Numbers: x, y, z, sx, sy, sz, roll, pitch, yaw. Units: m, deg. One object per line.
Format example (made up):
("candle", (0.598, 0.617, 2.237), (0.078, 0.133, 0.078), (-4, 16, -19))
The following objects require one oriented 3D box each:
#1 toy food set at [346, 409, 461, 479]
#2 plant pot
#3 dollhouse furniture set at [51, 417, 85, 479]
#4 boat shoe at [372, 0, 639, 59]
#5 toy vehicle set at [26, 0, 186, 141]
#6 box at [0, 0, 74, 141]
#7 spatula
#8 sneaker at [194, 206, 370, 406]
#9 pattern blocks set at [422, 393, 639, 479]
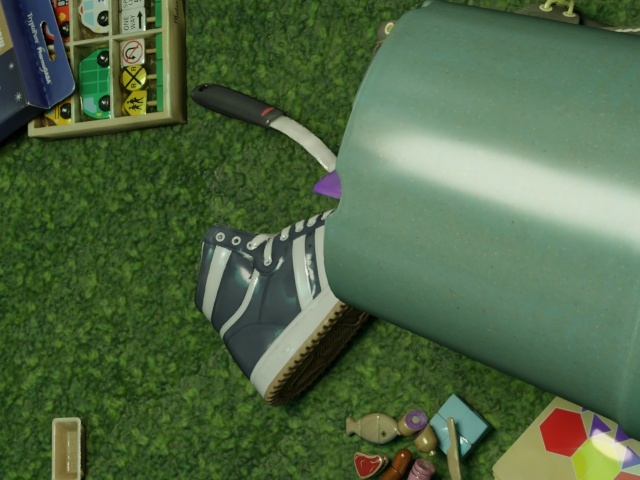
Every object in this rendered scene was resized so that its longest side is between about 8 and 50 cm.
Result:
("toy food set", (0.069, 0.191, 1.518), (0.122, 0.019, 0.078), (-12, 83, 42))
("plant pot", (0.201, -0.022, 1.308), (0.334, 0.341, 0.341), (17, 90, 18))
("dollhouse furniture set", (-0.276, 0.229, 1.652), (0.091, 0.081, 0.114), (-5, 80, 23))
("boat shoe", (0.185, -0.165, 1.488), (0.305, 0.109, 0.091), (-5, 81, 25))
("toy vehicle set", (-0.217, -0.240, 1.720), (0.166, 0.035, 0.266), (-6, 80, 23))
("box", (-0.353, -0.160, 1.743), (0.225, 0.036, 0.136), (-30, 67, 28))
("spatula", (-0.023, -0.097, 1.578), (0.084, 0.030, 0.296), (-35, 45, -27))
("sneaker", (0.000, 0.000, 1.553), (0.282, 0.099, 0.153), (-49, 65, 11))
("pattern blocks set", (0.252, 0.211, 1.447), (0.285, 0.026, 0.325), (-42, 68, 13))
